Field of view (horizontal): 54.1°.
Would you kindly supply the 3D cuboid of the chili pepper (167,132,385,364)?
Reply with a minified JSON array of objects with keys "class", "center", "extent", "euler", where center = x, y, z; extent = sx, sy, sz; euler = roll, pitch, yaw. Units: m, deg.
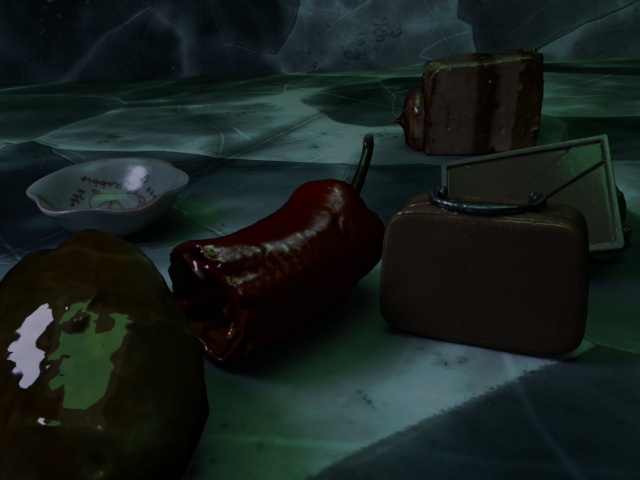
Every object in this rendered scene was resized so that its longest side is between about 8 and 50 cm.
[{"class":"chili pepper","center":[0.002,0.005,0.679],"extent":[0.131,0.134,0.338],"euler":[29,39,26]}]

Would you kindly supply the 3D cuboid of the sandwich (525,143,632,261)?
[{"class":"sandwich","center":[0.283,-0.042,0.808],"extent":[0.160,0.109,0.185],"euler":[-14,30,-18]}]

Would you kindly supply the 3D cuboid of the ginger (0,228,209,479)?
[{"class":"ginger","center":[-0.176,0.083,0.486],"extent":[0.165,0.172,0.321],"euler":[32,2,-31]}]

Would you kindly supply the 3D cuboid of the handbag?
[{"class":"handbag","center":[0.158,0.025,0.604],"extent":[0.193,0.151,0.072],"euler":[9,23,23]}]

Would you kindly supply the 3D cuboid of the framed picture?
[{"class":"framed picture","center":[0.248,-0.045,0.759],"extent":[0.203,0.150,0.015],"euler":[-8,-26,23]}]

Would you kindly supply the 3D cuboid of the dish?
[{"class":"dish","center":[-0.307,-0.052,0.927],"extent":[0.229,0.081,0.229],"euler":[0,26,0]}]

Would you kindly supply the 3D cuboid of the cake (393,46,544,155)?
[{"class":"cake","center":[0.297,-0.287,1.290],"extent":[0.293,0.199,0.196],"euler":[0,25,8]}]
